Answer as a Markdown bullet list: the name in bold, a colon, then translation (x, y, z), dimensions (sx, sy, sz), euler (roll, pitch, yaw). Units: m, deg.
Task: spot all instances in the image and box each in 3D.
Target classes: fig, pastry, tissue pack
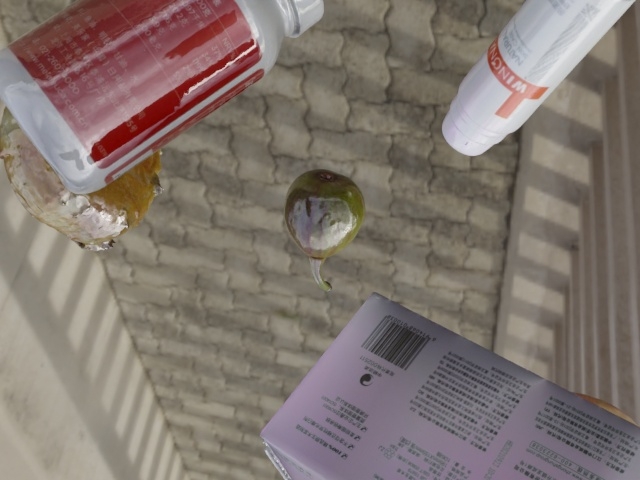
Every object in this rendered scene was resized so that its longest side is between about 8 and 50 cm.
- **fig**: translation (0.000, 0.000, 1.417), dimensions (0.124, 0.124, 0.236), euler (9, 131, 3)
- **pastry**: translation (-0.279, -0.101, 1.110), dimensions (0.100, 0.218, 0.228), euler (-15, 92, 33)
- **tissue pack**: translation (0.098, 0.159, 0.648), dimensions (0.246, 0.148, 0.092), euler (27, 154, 33)

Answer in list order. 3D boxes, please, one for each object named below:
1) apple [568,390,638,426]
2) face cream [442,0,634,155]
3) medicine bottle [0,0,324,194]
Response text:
- **apple**: translation (0.249, 0.265, 0.960), dimensions (0.210, 0.209, 0.164), euler (13, 145, -3)
- **face cream**: translation (0.257, -0.223, 1.163), dimensions (0.102, 0.101, 0.345), euler (20, 144, -12)
- **medicine bottle**: translation (-0.127, -0.153, 0.735), dimensions (0.131, 0.250, 0.131), euler (50, 169, 14)
